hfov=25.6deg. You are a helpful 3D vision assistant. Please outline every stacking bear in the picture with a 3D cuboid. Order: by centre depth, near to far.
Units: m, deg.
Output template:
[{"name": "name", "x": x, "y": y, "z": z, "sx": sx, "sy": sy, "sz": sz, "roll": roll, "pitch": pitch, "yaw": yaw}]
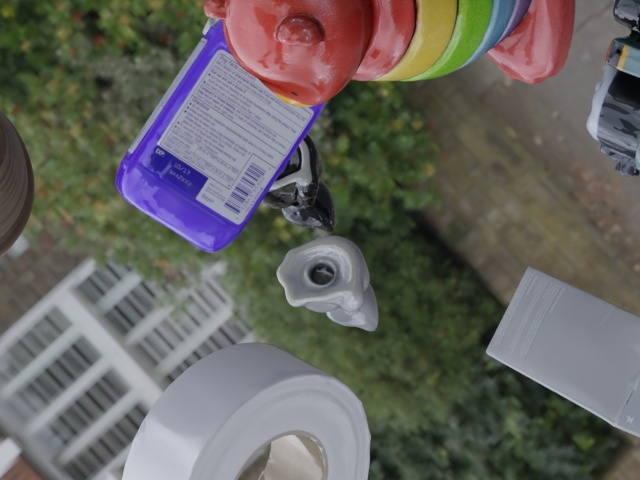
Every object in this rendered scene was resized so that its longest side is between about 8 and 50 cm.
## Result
[{"name": "stacking bear", "x": 0.047, "y": -0.185, "z": 1.068, "sx": 0.175, "sy": 0.289, "sz": 0.164, "roll": 31, "pitch": 128, "yaw": 33}]

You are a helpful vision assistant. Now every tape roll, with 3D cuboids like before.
[{"name": "tape roll", "x": -0.076, "y": 0.259, "z": 1.544, "sx": 0.100, "sy": 0.286, "sz": 0.286, "roll": 23, "pitch": 160, "yaw": 42}]

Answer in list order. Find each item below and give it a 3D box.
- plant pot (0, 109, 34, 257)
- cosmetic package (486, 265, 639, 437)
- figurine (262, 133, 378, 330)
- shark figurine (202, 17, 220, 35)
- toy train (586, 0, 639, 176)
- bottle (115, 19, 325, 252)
[{"name": "plant pot", "x": -0.396, "y": -0.084, "z": 1.452, "sx": 0.237, "sy": 0.237, "sz": 0.109, "roll": 48, "pitch": 140, "yaw": -6}, {"name": "cosmetic package", "x": 0.319, "y": 0.131, "z": 1.642, "sx": 0.107, "sy": 0.127, "sz": 0.238, "roll": 26, "pitch": -177, "yaw": -39}, {"name": "figurine", "x": 0.000, "y": 0.000, "z": 1.552, "sx": 0.215, "sy": 0.092, "sz": 0.209, "roll": 67, "pitch": -173, "yaw": 16}, {"name": "shark figurine", "x": 0.019, "y": -0.283, "z": 1.616, "sx": 0.166, "sy": 0.278, "sz": 0.116, "roll": 142, "pitch": 126, "yaw": -59}, {"name": "toy train", "x": 0.353, "y": -0.089, "z": 1.023, "sx": 0.334, "sy": 0.190, "sz": 0.142, "roll": 26, "pitch": -157, "yaw": 24}, {"name": "bottle", "x": -0.055, "y": -0.132, "z": 1.186, "sx": 0.118, "sy": 0.283, "sz": 0.092, "roll": 33, "pitch": -178, "yaw": -19}]
